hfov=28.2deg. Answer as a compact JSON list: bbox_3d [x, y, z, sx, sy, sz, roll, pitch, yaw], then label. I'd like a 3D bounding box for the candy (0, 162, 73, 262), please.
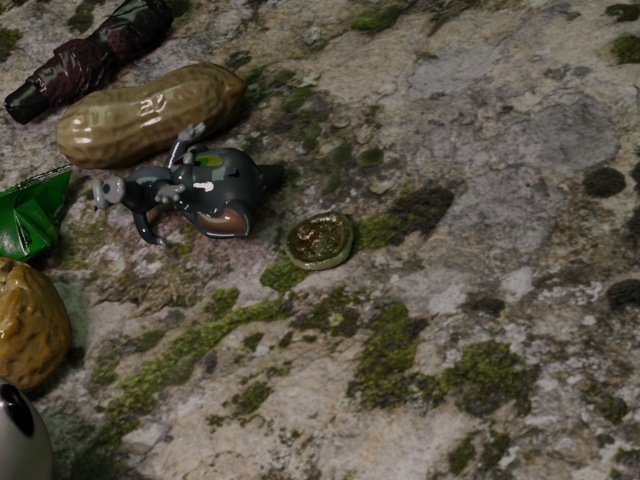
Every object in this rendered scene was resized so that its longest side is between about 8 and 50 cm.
[{"bbox_3d":[-0.439,-0.032,1.869,0.141,0.078,0.203,-10,41,7],"label":"candy"}]

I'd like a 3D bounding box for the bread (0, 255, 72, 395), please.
[{"bbox_3d":[-0.460,0.114,1.700,0.244,0.134,0.244,-7,45,7],"label":"bread"}]

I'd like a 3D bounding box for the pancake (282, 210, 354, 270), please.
[{"bbox_3d":[0.000,0.001,1.744,0.108,0.017,0.108,-12,46,12],"label":"pancake"}]

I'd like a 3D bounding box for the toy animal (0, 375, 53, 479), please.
[{"bbox_3d":[-0.469,0.261,1.506,0.310,0.251,0.251,0,48,25],"label":"toy animal"}]

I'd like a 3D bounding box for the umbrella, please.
[{"bbox_3d":[-0.376,-0.295,2.082,0.326,0.090,0.094,-41,53,-20],"label":"umbrella"}]

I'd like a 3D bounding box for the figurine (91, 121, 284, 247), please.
[{"bbox_3d":[-0.200,-0.062,1.784,0.265,0.140,0.193,-20,21,15],"label":"figurine"}]

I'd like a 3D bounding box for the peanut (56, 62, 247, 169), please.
[{"bbox_3d":[-0.253,-0.191,1.930,0.298,0.120,0.136,-18,26,-4],"label":"peanut"}]
